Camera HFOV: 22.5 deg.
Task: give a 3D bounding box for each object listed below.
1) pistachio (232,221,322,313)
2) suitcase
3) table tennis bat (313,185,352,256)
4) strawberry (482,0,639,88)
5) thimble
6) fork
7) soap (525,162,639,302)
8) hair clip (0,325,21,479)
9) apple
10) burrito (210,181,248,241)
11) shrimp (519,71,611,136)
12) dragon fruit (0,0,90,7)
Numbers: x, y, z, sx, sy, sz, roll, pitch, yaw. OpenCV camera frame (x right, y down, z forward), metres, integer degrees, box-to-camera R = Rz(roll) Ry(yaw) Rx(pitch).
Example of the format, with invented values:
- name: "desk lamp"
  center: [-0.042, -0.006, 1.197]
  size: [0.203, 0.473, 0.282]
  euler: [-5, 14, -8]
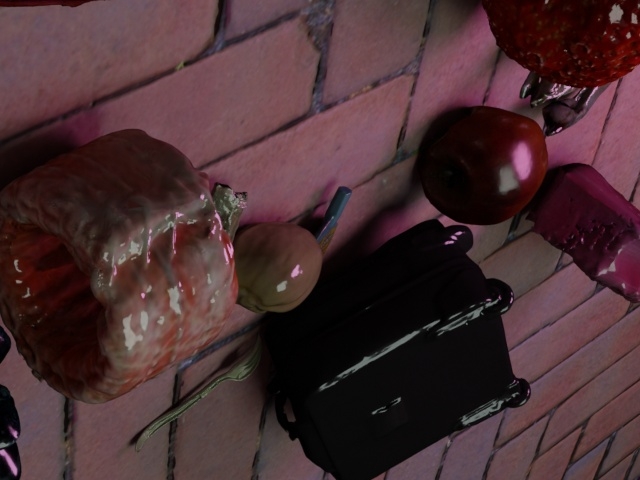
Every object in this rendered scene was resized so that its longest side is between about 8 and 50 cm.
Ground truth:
- name: "pistachio"
  center: [-0.059, 0.030, 1.884]
  size: [0.149, 0.113, 0.113]
  euler: [-42, 158, -54]
- name: "suitcase"
  center: [0.096, 0.164, 2.153]
  size: [0.339, 0.188, 0.345]
  euler: [-30, 150, -6]
- name: "table tennis bat"
  center: [0.000, 0.000, 1.987]
  size: [0.155, 0.019, 0.100]
  euler: [-64, 170, 24]
- name: "strawberry"
  center: [0.291, -0.293, 1.857]
  size: [0.257, 0.257, 0.277]
  euler: [-31, 163, -32]
- name: "thimble"
  center: [-0.198, 0.023, 1.527]
  size: [0.162, 0.239, 0.239]
  euler: [-26, 145, -37]
- name: "fork"
  center: [-0.149, 0.196, 2.028]
  size: [0.219, 0.028, 0.034]
  euler: [-39, 155, -20]
- name: "soap"
  center: [0.434, -0.010, 2.435]
  size: [0.127, 0.220, 0.325]
  euler: [-49, 152, 9]
- name: "hair clip"
  center: [-0.396, 0.192, 1.459]
  size: [0.310, 0.206, 0.194]
  euler: [-30, 146, -33]
- name: "apple"
  center: [0.224, -0.101, 2.092]
  size: [0.158, 0.147, 0.156]
  euler: [-27, 124, -39]
- name: "burrito"
  center: [-0.125, 0.008, 1.807]
  size: [0.051, 0.042, 0.171]
  euler: [8, 117, -25]
- name: "shrimp"
  center: [0.362, -0.239, 2.165]
  size: [0.360, 0.085, 0.247]
  euler: [-38, 153, -46]
- name: "dragon fruit"
  center: [-0.223, -0.259, 1.227]
  size: [0.211, 0.134, 0.262]
  euler: [-21, 179, -21]
